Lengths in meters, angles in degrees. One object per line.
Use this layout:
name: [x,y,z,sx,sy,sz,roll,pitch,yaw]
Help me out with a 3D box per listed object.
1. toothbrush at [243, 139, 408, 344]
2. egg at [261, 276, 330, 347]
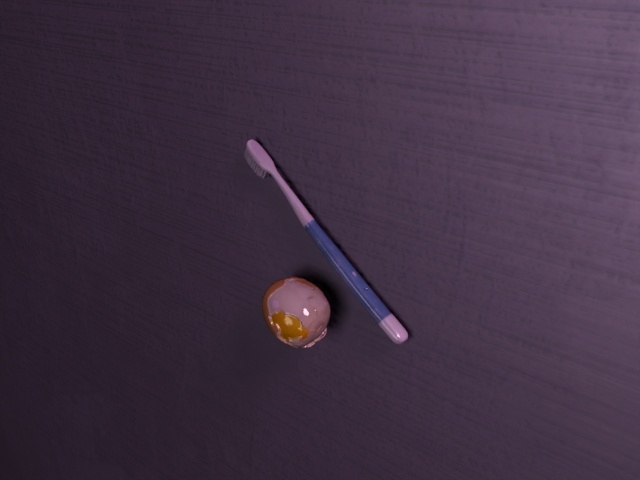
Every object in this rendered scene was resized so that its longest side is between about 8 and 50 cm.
toothbrush: [0.000,0.000,0.750,0.276,0.019,0.025,52,140,15]
egg: [-0.029,0.075,0.771,0.083,0.071,0.071,35,128,30]
